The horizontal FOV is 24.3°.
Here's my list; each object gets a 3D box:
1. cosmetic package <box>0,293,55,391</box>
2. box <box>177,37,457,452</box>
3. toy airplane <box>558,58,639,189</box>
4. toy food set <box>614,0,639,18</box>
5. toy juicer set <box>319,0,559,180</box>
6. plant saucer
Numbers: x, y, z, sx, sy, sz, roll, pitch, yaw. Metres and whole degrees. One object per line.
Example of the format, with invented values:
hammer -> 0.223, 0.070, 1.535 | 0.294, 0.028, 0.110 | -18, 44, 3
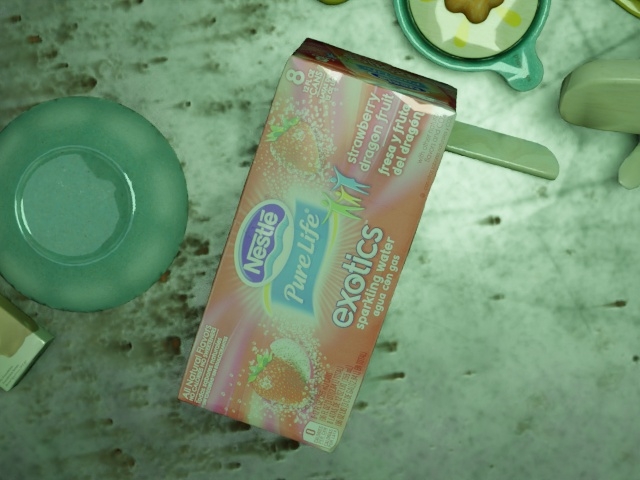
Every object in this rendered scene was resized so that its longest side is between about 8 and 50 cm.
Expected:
cosmetic package -> -0.301, 0.075, 1.319 | 0.115, 0.041, 0.060 | 37, 94, 0
box -> 0.000, 0.000, 1.228 | 0.142, 0.154, 0.300 | 19, 105, 0
toy airplane -> 0.441, -0.090, 1.176 | 0.386, 0.272, 0.384 | 43, 124, -17
toy food set -> 0.301, -0.254, 1.270 | 0.218, 0.071, 0.128 | 37, 93, -1
toy juicer set -> 0.092, -0.206, 1.270 | 0.209, 0.089, 0.329 | -5, 93, 2
plant saucer -> -0.215, -0.031, 1.314 | 0.195, 0.037, 0.195 | 0, 92, 2
